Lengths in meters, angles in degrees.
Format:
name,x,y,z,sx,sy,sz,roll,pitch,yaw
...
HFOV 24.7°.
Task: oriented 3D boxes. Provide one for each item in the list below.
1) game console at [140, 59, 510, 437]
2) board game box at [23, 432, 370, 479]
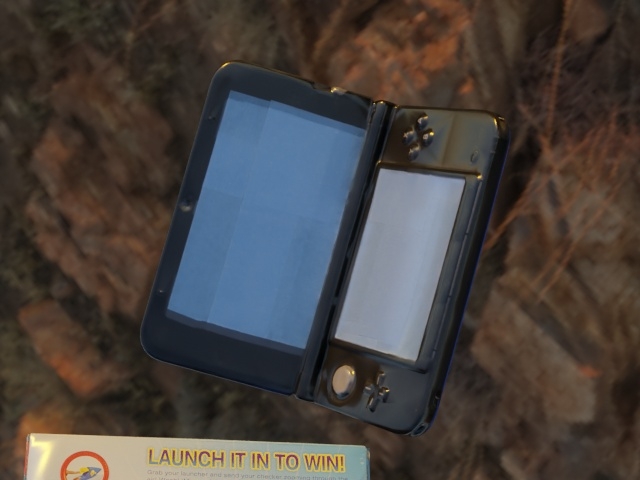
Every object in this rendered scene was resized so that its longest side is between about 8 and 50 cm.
name,x,y,z,sx,sy,sz,roll,pitch,yaw
game console,0.000,0.000,1.300,0.250,0.173,0.293,11,85,55
board game box,-0.109,0.324,1.247,0.308,0.302,0.086,4,147,-7
